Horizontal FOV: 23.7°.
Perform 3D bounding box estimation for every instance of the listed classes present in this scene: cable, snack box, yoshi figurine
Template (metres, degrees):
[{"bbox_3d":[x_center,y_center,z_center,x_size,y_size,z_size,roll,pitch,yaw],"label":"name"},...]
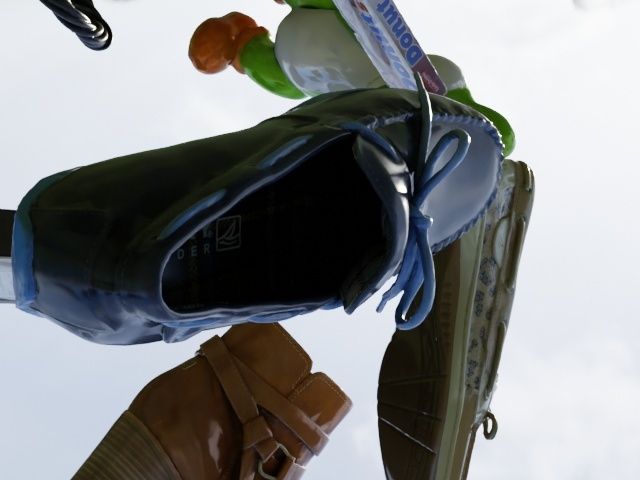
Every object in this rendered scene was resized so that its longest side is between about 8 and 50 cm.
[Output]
[{"bbox_3d":[-0.285,-0.269,1.593,0.047,0.184,0.150,-47,-164,0],"label":"cable"},{"bbox_3d":[0.042,-0.183,1.236,0.022,0.178,0.064,-47,-139,-12],"label":"snack box"},{"bbox_3d":[0.029,-0.168,1.584,0.362,0.203,0.203,33,-113,18],"label":"yoshi figurine"}]

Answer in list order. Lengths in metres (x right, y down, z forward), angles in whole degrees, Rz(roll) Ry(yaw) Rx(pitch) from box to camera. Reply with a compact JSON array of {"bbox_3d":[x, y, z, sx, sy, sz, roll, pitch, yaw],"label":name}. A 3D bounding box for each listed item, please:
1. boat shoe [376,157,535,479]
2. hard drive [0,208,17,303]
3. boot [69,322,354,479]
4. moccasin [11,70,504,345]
[{"bbox_3d":[0.110,0.073,1.163,0.089,0.285,0.104,7,-176,-28],"label":"boat shoe"},{"bbox_3d":[-0.345,0.022,1.738,0.339,0.064,0.237,2,166,-8],"label":"hard drive"},{"bbox_3d":[-0.055,0.211,1.271,0.220,0.283,0.109,-45,-157,-18],"label":"boot"},{"bbox_3d":[0.000,0.000,0.814,0.117,0.137,0.342,13,-155,41],"label":"moccasin"}]
